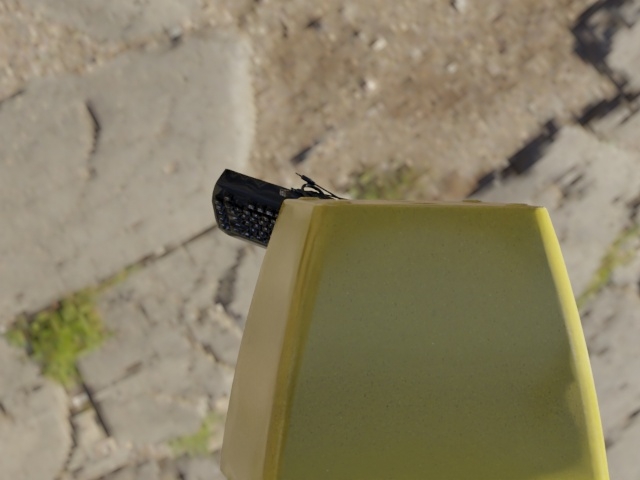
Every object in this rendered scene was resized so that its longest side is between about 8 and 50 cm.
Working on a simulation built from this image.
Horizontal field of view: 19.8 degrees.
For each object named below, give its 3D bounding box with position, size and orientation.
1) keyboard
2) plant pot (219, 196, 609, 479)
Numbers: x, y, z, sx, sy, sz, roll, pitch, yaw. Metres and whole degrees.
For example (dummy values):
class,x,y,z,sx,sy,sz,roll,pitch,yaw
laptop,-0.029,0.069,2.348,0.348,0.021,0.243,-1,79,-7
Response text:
class,x,y,z,sx,sy,sz,roll,pitch,yaw
keyboard,0.000,0.000,1.342,0.100,0.192,0.038,86,28,-48
plant pot,0.054,0.067,1.150,0.212,0.212,0.187,0,93,-10
